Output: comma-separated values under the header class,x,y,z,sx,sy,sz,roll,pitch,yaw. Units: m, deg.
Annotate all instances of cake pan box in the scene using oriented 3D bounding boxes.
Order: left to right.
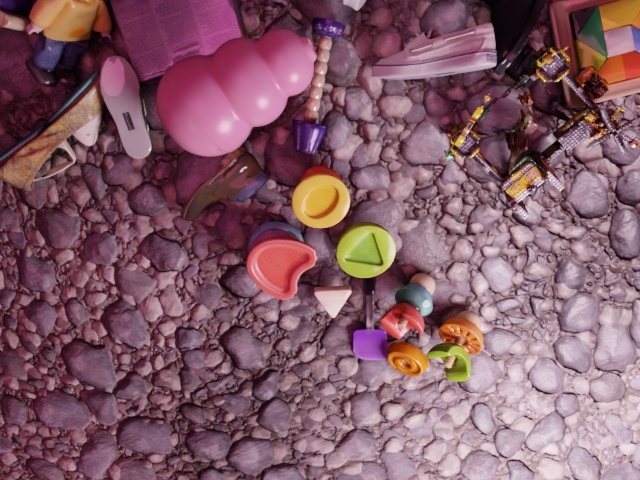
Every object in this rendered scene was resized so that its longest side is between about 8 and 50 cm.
class,x,y,z,sx,sy,sz,roll,pitch,yaw
cake pan box,-0.308,-0.487,1.135,0.267,0.070,0.245,-17,99,8

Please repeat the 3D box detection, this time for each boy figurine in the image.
class,x,y,z,sx,sy,sz,roll,pitch,yaw
boy figurine,-0.497,-0.445,1.096,0.285,0.177,0.092,-43,74,33

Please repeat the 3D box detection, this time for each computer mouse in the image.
class,x,y,z,sx,sy,sz,roll,pitch,yaw
computer mouse,0.459,-0.331,1.133,0.242,0.041,0.071,41,83,-10

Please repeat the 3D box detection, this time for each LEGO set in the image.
class,x,y,z,sx,sy,sz,roll,pitch,yaw
LEGO set,0.419,-0.206,1.051,0.331,0.192,0.255,-35,104,23

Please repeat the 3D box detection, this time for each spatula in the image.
class,x,y,z,sx,sy,sz,roll,pitch,yaw
spatula,0.115,0.151,1.268,0.084,0.030,0.296,-1,103,7

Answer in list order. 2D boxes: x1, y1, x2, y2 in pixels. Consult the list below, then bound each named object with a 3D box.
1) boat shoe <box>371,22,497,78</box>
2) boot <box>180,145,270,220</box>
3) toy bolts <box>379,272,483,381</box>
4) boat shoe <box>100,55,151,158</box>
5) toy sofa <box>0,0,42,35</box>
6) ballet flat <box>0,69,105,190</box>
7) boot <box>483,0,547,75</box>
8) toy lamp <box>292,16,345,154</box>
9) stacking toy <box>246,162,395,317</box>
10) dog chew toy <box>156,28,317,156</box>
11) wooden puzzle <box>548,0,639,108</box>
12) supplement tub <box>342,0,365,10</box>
class,x,y,z,sx,sy,sz,roll,pitch,yaw
boat shoe,0.215,-0.370,1.058,0.268,0.096,0.088,8,106,46
boot,-0.214,-0.103,1.209,0.106,0.082,0.219,41,101,-3
toy bolts,0.240,0.191,1.242,0.228,0.158,0.218,49,142,-17
boat shoe,-0.421,-0.288,1.166,0.078,0.070,0.219,-11,118,-12
toy sofa,-0.558,-0.601,1.085,0.177,0.150,0.362,27,104,-2
ballet flat,-0.573,-0.233,1.200,0.349,0.123,0.123,-36,98,10
boot,0.322,-0.465,1.051,0.207,0.094,0.246,29,78,0
toy lamp,-0.007,-0.322,1.146,0.080,0.080,0.274,14,103,1
stacking toy,0.000,0.000,1.221,0.280,0.130,0.309,34,111,-20
dog chew toy,-0.162,-0.310,1.087,0.332,0.206,0.206,-26,100,14
wooden puzzle,0.601,-0.403,1.088,0.239,0.044,0.220,-13,95,6
supplement tub,-0.012,-0.603,1.003,0.316,0.228,0.228,32,103,-3
